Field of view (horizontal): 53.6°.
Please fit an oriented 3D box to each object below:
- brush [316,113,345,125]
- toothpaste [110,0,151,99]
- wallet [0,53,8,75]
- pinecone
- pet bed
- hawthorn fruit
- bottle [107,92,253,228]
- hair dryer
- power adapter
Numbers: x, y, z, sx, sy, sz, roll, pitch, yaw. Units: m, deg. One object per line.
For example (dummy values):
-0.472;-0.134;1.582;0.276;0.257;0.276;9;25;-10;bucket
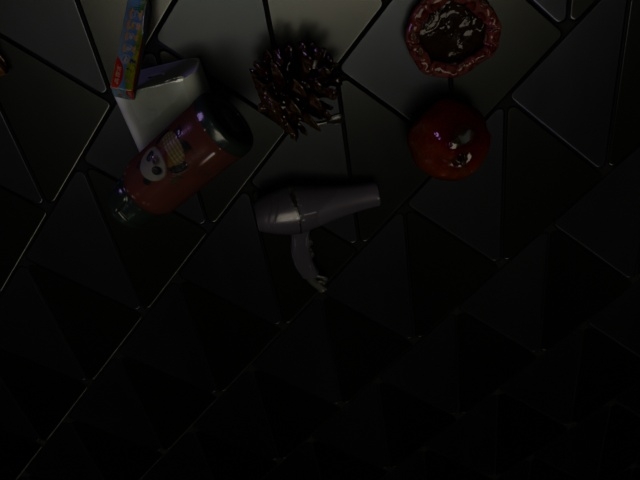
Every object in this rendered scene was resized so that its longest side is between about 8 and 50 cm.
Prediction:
0.016;-0.272;1.451;0.083;0.008;0.024;-13;129;7;brush
-0.374;-0.381;1.246;0.044;0.194;0.070;8;169;-8;toothpaste
-0.759;-0.409;1.302;0.160;0.042;0.196;-14;127;13;wallet
-0.045;-0.318;1.310;0.207;0.208;0.208;-1;126;-2;pinecone
0.272;-0.432;1.322;0.201;0.053;0.201;1;123;2;pet bed
0.290;-0.211;1.391;0.185;0.202;0.185;-3;119;-5;hawthorn fruit
-0.299;-0.146;1.298;0.336;0.144;0.144;-36;120;23;bottle
0.000;0.000;1.612;0.301;0.121;0.361;-10;135;-6;hair dryer
-0.313;-0.249;1.386;0.187;0.124;0.255;-12;126;7;power adapter
